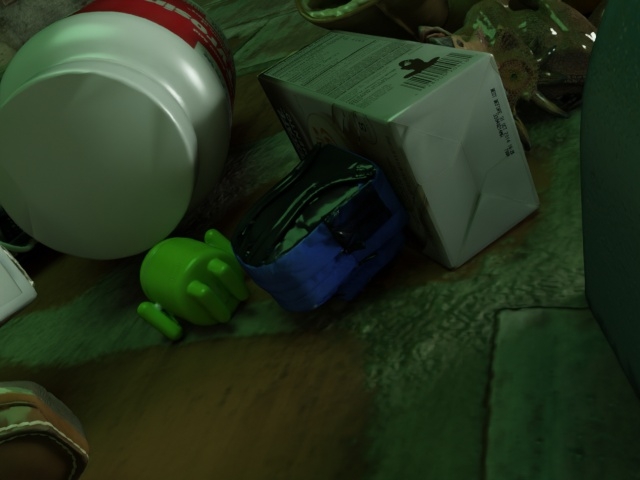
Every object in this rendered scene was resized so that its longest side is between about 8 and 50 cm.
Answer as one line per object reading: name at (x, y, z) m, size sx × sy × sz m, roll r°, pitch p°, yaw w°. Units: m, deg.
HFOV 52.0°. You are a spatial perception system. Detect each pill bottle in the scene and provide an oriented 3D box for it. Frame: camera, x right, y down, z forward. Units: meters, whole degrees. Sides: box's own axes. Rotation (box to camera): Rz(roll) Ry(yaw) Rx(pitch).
pill bottle at (-0.212, -0.148, 0.736) m, size 0.229 × 0.229 × 0.408 m, roll -21°, pitch 27°, yaw 5°

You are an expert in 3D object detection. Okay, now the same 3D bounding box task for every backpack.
backpack at (0.000, 0.000, 0.510) m, size 0.120 × 0.101 × 0.098 m, roll -40°, pitch 27°, yaw -10°

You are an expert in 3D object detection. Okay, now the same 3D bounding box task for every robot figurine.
robot figurine at (-0.112, 0.034, 0.568) m, size 0.115 × 0.067 × 0.101 m, roll 14°, pitch 59°, yaw 46°

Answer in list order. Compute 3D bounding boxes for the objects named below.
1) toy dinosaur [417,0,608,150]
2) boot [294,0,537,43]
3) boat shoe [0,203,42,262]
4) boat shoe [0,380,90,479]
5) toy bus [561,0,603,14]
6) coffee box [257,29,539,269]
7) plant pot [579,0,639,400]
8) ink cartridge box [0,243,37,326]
toy dinosaur at (0.207, -0.176, 0.633) m, size 0.295 × 0.127 × 0.200 m, roll -14°, pitch 39°, yaw -15°
boot at (0.130, -0.276, 0.740) m, size 0.236 × 0.089 × 0.269 m, roll -23°, pitch -6°, yaw 23°
boat shoe at (-0.412, -0.001, 0.767) m, size 0.158 × 0.127 × 0.340 m, roll -11°, pitch 31°, yaw 35°
boat shoe at (-0.275, 0.214, 0.370) m, size 0.324 × 0.123 × 0.120 m, roll -36°, pitch 37°, yaw -4°
toy bus at (0.302, -0.422, 0.722) m, size 0.108 × 0.333 × 0.130 m, roll -16°, pitch 42°, yaw 13°
coffee box at (0.056, -0.093, 0.577) m, size 0.098 × 0.141 × 0.246 m, roll -35°, pitch 31°, yaw -11°
plant pot at (0.242, -0.033, 0.247) m, size 0.247 × 0.252 × 0.247 m, roll -17°, pitch 32°, yaw 12°
ink cartridge box at (-0.391, 0.145, 0.438) m, size 0.303 × 0.072 × 0.307 m, roll -30°, pitch 8°, yaw 22°
